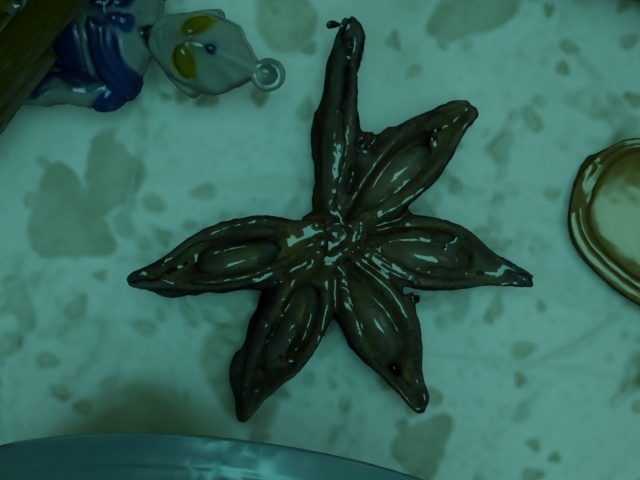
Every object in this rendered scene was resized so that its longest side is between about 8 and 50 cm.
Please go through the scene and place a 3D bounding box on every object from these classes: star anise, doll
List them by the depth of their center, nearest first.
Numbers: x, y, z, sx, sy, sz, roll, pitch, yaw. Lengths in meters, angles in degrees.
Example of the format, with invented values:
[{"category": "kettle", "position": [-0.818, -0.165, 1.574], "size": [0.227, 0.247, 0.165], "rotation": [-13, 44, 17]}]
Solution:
[{"category": "doll", "position": [-0.127, -0.118, 0.893], "size": [0.227, 0.057, 0.114], "rotation": [12, 81, 3]}, {"category": "star anise", "position": [0.015, 0.008, 0.906], "size": [0.172, 0.063, 0.208], "rotation": [39, 81, -6]}]

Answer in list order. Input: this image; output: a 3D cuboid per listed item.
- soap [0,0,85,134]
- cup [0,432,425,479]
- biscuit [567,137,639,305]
[{"category": "soap", "position": [-0.259, -0.157, 0.812], "size": [0.281, 0.143, 0.259], "rotation": [42, 104, 5]}, {"category": "cup", "position": [-0.038, 0.257, 0.682], "size": [0.256, 0.331, 0.311], "rotation": [18, 63, -26]}, {"category": "biscuit", "position": [0.207, -0.013, 0.940], "size": [0.140, 0.023, 0.118], "rotation": [20, 86, -3]}]
